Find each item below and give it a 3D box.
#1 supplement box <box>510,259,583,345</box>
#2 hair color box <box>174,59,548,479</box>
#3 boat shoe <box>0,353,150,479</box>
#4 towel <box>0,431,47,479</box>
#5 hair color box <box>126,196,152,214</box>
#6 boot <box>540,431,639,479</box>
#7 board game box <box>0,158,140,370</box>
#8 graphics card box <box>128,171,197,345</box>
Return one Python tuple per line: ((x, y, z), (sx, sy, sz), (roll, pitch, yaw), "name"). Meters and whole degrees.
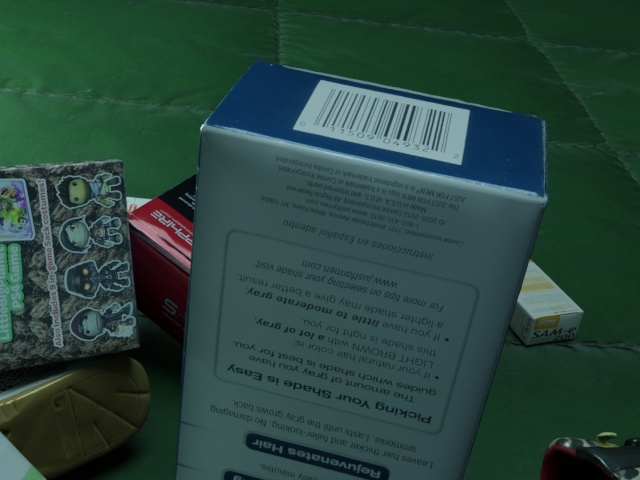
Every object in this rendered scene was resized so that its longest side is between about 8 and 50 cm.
((0.216, 0.063, 0.951), (0.062, 0.036, 0.098), (-5, 33, -22), "supplement box")
((0.011, 0.082, 0.563), (0.173, 0.347, 0.105), (13, 32, 6), "hair color box")
((-0.261, 0.143, 0.650), (0.277, 0.098, 0.096), (-15, 19, -38), "boat shoe")
((-0.249, 0.129, 0.481), (0.325, 0.038, 0.248), (52, 16, -13), "towel")
((-0.223, -0.004, 0.930), (0.167, 0.053, 0.093), (5, 30, -5), "hair color box")
((0.309, 0.171, 0.713), (0.284, 0.138, 0.377), (0, 37, -14), "boot")
((-0.310, 0.019, 0.697), (0.291, 0.141, 0.232), (-6, 6, -24), "board game box")
((0.000, 0.000, 0.881), (0.233, 0.094, 0.371), (37, 39, 8), "graphics card box")
